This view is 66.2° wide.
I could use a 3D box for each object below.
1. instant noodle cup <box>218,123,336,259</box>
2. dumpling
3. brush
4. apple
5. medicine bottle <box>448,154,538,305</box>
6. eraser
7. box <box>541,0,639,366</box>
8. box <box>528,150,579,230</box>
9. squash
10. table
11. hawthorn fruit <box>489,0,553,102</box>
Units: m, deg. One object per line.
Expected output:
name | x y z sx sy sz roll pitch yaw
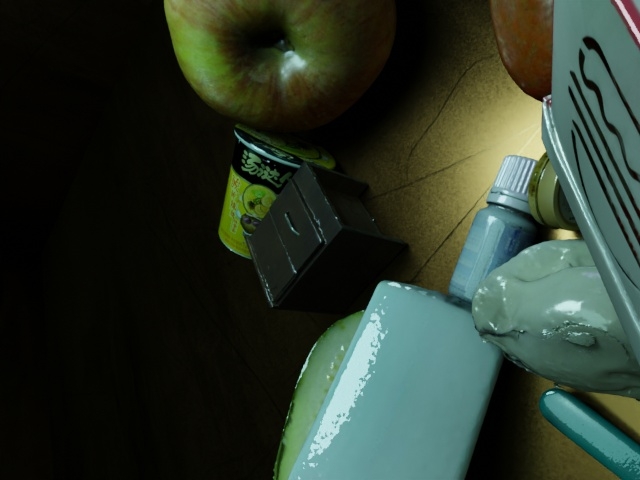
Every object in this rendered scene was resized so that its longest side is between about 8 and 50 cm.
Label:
instant noodle cup | -0.105 -0.095 0.992 0.215 0.215 0.236 49 124 43
dumpling | 0.296 0.074 0.542 0.246 0.142 0.173 14 63 30
brush | 0.331 0.234 0.535 0.193 0.032 0.043 38 105 34
apple | -0.073 -0.397 0.879 0.400 0.400 0.334 -45 28 31
medicine bottle | 0.241 -0.008 0.652 0.083 0.083 0.203 28 103 48
eraser | 0.105 0.207 0.613 0.189 0.104 0.290 24 66 12
box | 0.348 -0.072 0.316 0.311 0.300 0.315 -18 64 17
box | 0.297 -0.064 0.586 0.037 0.105 0.106 27 101 58
squash | 0.072 0.258 0.683 0.233 0.210 0.310 8 90 14
table | 0.000 0.000 0.853 0.193 0.172 0.169 -50 47 28
hawthorn fruit | 0.299 -0.258 0.592 0.199 0.199 0.252 19 119 49
